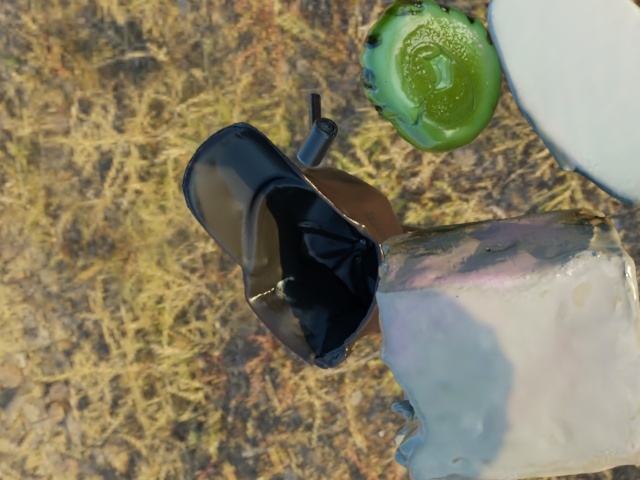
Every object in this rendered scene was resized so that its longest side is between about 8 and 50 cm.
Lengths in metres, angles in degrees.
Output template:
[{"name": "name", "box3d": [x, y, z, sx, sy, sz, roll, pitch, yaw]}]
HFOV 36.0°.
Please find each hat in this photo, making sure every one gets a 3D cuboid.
[{"name": "hat", "box3d": [0.000, -0.031, 1.229, 0.238, 0.209, 0.336, -12, 117, 39]}]

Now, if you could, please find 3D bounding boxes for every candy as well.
[{"name": "candy", "box3d": [0.140, 0.081, 0.716, 0.195, 0.137, 0.184, -7, 111, 6]}]

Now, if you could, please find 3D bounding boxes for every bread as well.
[{"name": "bread", "box3d": [0.098, -0.149, 0.891, 0.130, 0.139, 0.071, -65, 16, -1]}]

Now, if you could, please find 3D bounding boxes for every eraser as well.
[{"name": "eraser", "box3d": [0.243, -0.106, 0.771, 0.104, 0.290, 0.189, -42, 71, 21]}]

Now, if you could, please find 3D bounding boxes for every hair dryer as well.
[{"name": "hair dryer", "box3d": [-0.003, -0.116, 0.959, 0.047, 0.026, 0.083, 125, 154, -43]}]
